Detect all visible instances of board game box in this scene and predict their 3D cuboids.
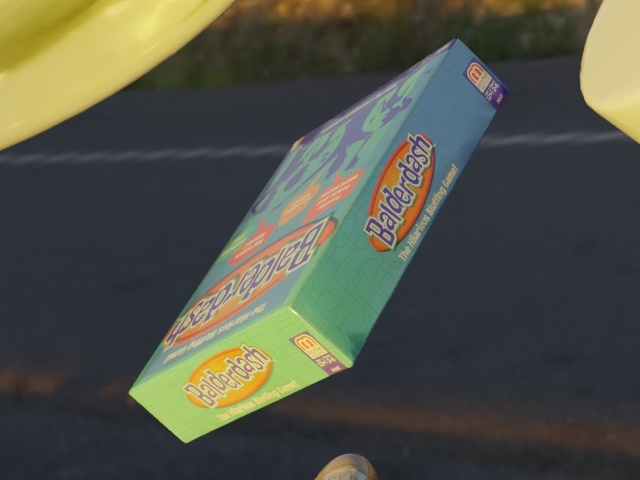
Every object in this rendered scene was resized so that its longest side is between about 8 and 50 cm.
[{"bbox_3d":[0.000,0.000,0.952,0.160,0.047,0.210,-30,23,49],"label":"board game box"}]

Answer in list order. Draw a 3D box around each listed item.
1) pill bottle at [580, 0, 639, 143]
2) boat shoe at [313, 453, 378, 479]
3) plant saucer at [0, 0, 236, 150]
[{"bbox_3d":[0.251,-0.023,0.652,0.301,0.169,0.169,32,4,-14],"label":"pill bottle"},{"bbox_3d":[-0.001,0.346,1.581,0.121,0.341,0.110,16,31,-2],"label":"boat shoe"},{"bbox_3d":[-0.179,-0.163,0.789,0.400,0.100,0.400,-25,-20,-10],"label":"plant saucer"}]
